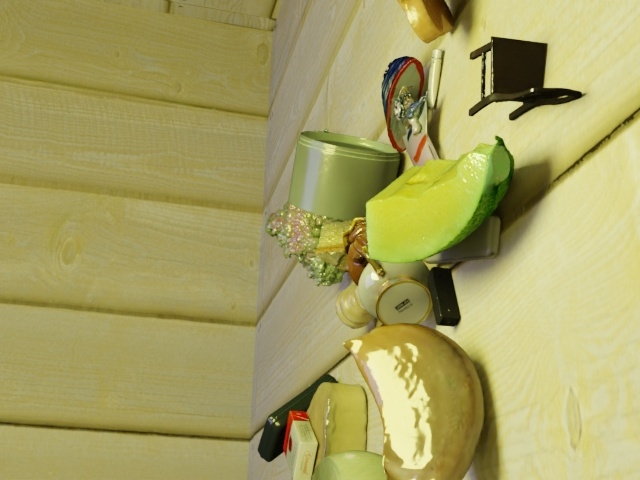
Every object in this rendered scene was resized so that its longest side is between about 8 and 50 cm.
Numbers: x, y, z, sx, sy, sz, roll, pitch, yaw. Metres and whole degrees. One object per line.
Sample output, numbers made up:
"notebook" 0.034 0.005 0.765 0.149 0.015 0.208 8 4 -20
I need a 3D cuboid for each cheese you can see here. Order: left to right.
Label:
"cheese" 0.009 0.527 1.902 0.384 0.104 0.384 -173 90 -78

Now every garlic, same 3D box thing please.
"garlic" 0.147 0.279 1.219 0.151 0.196 0.338 87 177 -50

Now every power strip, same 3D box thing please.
"power strip" 0.207 0.095 1.385 0.029 0.037 0.111 108 164 -46

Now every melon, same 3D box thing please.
"melon" 0.195 -0.060 1.233 0.196 0.124 0.323 -47 12 -20

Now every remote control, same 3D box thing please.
"remote control" 0.232 0.003 1.353 0.261 0.029 0.067 165 113 -74

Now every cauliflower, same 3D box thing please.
"cauliflower" 0.000 0.000 2.085 0.315 0.239 0.256 84 161 -67

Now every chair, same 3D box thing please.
"chair" 0.280 -0.232 1.127 0.212 0.084 0.102 174 99 -77

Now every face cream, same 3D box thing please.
"face cream" 0.219 -0.311 1.583 0.038 0.020 0.115 -125 40 -76

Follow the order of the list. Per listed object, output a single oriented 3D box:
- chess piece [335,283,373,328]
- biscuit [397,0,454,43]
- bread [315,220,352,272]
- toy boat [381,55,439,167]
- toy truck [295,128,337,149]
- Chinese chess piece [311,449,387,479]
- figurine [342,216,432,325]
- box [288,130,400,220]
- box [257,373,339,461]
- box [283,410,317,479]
"chess piece" 0.104 0.122 1.752 0.170 0.094 0.094 137 139 -59
"biscuit" 0.161 -0.503 1.494 0.052 0.275 0.355 -24 37 25
"bread" 0.068 0.002 1.829 0.147 0.152 0.127 -86 10 -56
"toy boat" 0.187 -0.205 1.609 0.219 0.072 0.318 114 144 -69
"toy truck" -0.013 -0.148 2.305 0.184 0.133 0.338 -151 66 -87
"Chinese chess piece" 0.070 0.565 1.508 0.349 0.146 0.349 -174 90 -77
"figurine" 0.123 0.052 1.526 0.189 0.142 0.263 56 -172 -28
"box" 0.052 -0.141 1.771 0.226 0.226 0.149 -123 42 -71
"box" -0.052 0.435 2.019 0.050 0.230 0.160 38 134 24
"box" -0.047 0.463 1.847 0.152 0.048 0.100 -122 42 -73
